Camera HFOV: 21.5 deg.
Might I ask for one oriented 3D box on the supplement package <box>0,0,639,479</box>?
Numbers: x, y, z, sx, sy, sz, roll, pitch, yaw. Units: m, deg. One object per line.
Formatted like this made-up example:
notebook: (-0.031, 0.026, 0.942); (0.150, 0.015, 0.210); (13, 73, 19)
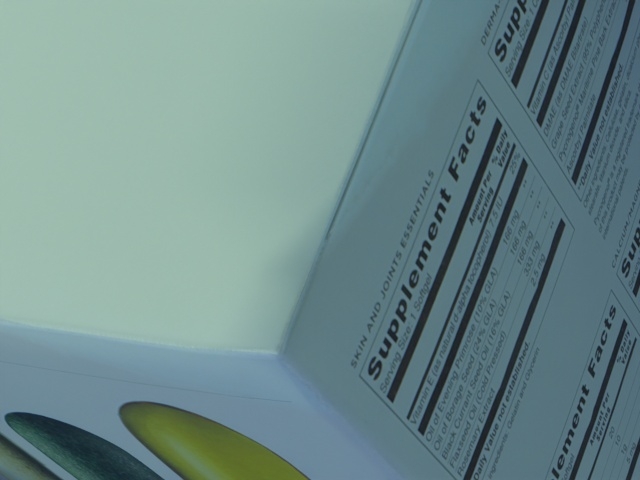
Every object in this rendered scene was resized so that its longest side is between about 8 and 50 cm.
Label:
supplement package: (0.000, 0.000, 0.532); (0.199, 0.198, 0.263); (6, 152, 33)
